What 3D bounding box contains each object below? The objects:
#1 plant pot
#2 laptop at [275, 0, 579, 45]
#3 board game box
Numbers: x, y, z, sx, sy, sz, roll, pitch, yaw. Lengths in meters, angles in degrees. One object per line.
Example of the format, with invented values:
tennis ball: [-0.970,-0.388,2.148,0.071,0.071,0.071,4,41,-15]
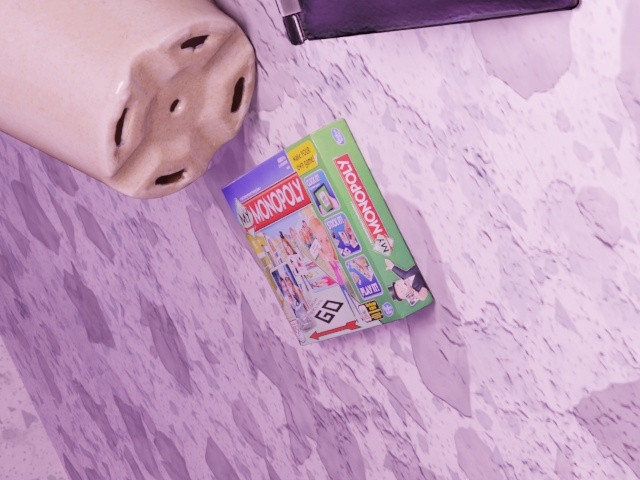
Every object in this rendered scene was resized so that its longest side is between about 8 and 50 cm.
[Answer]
plant pot: [-0.250,-0.212,1.943,0.305,0.334,0.333,34,146,31]
laptop: [0.027,-0.384,1.461,0.408,0.236,0.382,-93,-14,-69]
board game box: [0.000,0.000,1.928,0.213,0.046,0.317,63,159,-1]
